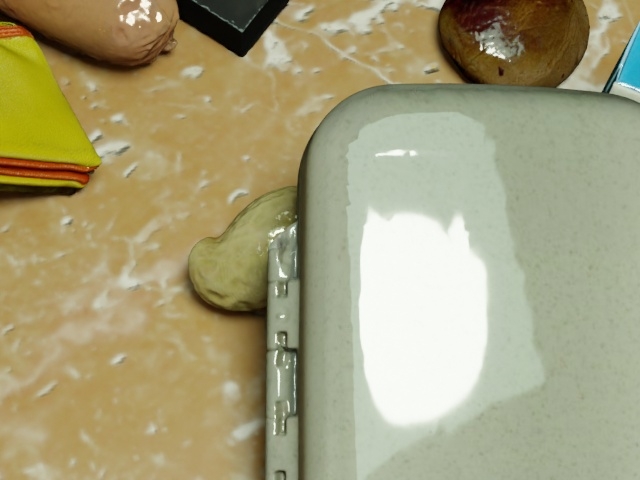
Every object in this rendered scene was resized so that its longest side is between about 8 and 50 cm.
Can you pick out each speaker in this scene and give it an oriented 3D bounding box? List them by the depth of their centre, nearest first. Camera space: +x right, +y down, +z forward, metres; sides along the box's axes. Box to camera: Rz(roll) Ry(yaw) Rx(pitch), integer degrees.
[{"bbox_3d":[-0.032,-0.251,1.047,0.082,0.044,0.218,33,71,7],"label":"speaker"}]

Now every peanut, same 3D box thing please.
[{"bbox_3d":[0.000,0.000,0.924,0.187,0.082,0.082,-11,66,-12],"label":"peanut"}]

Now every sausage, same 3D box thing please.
[{"bbox_3d":[-0.236,-0.213,0.999,0.289,0.086,0.086,25,64,8],"label":"sausage"}]

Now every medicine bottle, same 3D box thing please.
[{"bbox_3d":[0.108,0.090,0.823,0.282,0.123,0.375,2,78,-9],"label":"medicine bottle"}]

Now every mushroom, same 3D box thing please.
[{"bbox_3d":[0.152,-0.168,1.037,0.123,0.052,0.123,4,66,-8],"label":"mushroom"}]

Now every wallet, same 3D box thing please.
[{"bbox_3d":[-0.273,-0.095,0.887,0.241,0.067,0.141,3,49,-51],"label":"wallet"}]

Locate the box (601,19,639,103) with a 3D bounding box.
[{"bbox_3d":[0.288,-0.062,0.948,0.194,0.139,0.073,26,64,6],"label":"box"}]
